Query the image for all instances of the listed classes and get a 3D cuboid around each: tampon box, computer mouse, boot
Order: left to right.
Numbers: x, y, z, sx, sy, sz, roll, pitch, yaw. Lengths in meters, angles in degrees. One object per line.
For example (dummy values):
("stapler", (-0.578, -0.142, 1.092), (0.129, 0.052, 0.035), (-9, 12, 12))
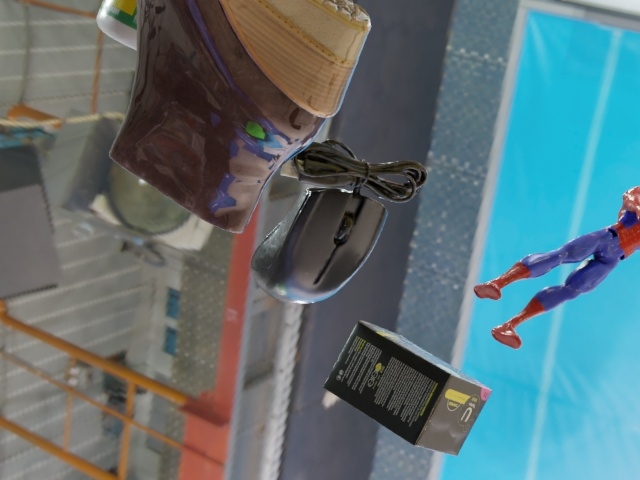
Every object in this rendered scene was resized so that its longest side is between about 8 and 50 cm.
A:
("boot", (-0.110, -0.133, 0.786), (0.207, 0.248, 0.090), (-52, 9, 32))
("computer mouse", (0.000, 0.000, 1.367), (0.189, 0.072, 0.272), (9, -43, -24))
("tampon box", (0.112, 0.189, 1.431), (0.120, 0.161, 0.101), (25, -88, -54))

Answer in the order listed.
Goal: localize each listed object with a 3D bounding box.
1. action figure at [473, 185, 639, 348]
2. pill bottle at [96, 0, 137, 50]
("action figure", (0.315, 0.018, 1.171), (0.280, 0.139, 0.091), (-30, -73, -22))
("pill bottle", (-0.107, -0.262, 0.988), (0.118, 0.118, 0.208), (7, -68, -59))
